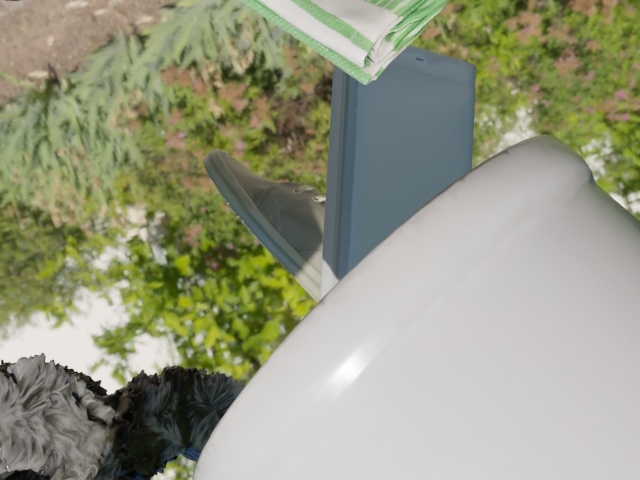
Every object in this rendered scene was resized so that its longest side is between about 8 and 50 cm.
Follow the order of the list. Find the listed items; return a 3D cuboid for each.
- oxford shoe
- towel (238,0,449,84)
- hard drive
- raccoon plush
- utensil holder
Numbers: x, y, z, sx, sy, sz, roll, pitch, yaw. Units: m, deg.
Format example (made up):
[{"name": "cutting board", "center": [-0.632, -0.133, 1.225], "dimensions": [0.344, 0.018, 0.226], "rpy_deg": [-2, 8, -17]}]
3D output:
[{"name": "oxford shoe", "center": [0.000, 0.000, 1.231], "dimensions": [0.130, 0.449, 0.169], "rpy_deg": [-47, 146, -1]}, {"name": "towel", "center": [0.048, -0.286, 0.699], "dimensions": [0.325, 0.248, 0.038], "rpy_deg": [-47, 158, -18]}, {"name": "hard drive", "center": [0.093, -0.064, 1.030], "dimensions": [0.203, 0.308, 0.040], "rpy_deg": [5, 176, -39]}, {"name": "raccoon plush", "center": [-0.304, 0.213, 0.826], "dimensions": [0.299, 0.216, 0.446], "rpy_deg": [-5, 167, 36]}, {"name": "utensil holder", "center": [0.171, 0.180, 0.542], "dimensions": [0.327, 0.385, 0.328], "rpy_deg": [-41, 163, -16]}]
